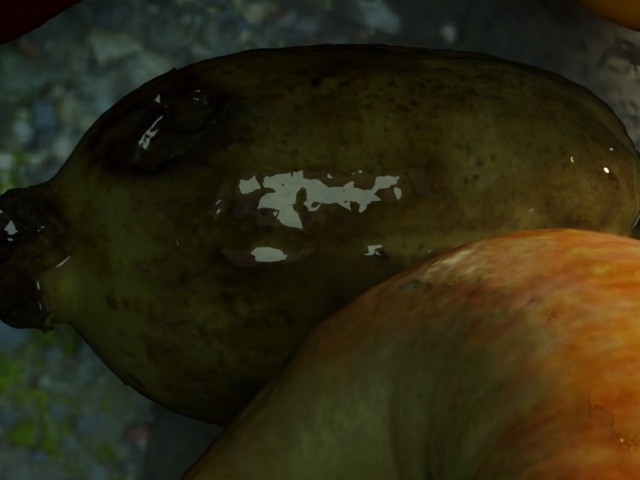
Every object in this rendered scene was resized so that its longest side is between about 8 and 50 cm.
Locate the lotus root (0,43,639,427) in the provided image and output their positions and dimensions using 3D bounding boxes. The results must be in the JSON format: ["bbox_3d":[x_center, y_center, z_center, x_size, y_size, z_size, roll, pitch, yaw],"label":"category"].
[{"bbox_3d":[0.000,0.000,0.611,0.260,0.128,0.145,-3,96,-7],"label":"lotus root"}]

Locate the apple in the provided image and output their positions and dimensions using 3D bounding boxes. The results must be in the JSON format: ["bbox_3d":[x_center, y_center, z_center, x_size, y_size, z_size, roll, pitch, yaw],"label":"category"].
[{"bbox_3d":[0.073,0.166,0.472,0.302,0.301,0.301,1,86,-8],"label":"apple"}]

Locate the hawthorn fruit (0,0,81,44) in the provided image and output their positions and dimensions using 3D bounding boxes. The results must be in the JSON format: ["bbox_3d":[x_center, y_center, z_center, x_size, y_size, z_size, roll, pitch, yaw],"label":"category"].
[{"bbox_3d":[-0.156,-0.190,0.568,0.230,0.266,0.210,13,122,-31],"label":"hawthorn fruit"}]

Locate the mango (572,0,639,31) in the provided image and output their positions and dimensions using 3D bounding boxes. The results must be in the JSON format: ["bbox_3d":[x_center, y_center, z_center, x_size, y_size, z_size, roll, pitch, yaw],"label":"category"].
[{"bbox_3d":[0.075,-0.259,0.572,0.232,0.300,0.445,-25,110,26],"label":"mango"}]
